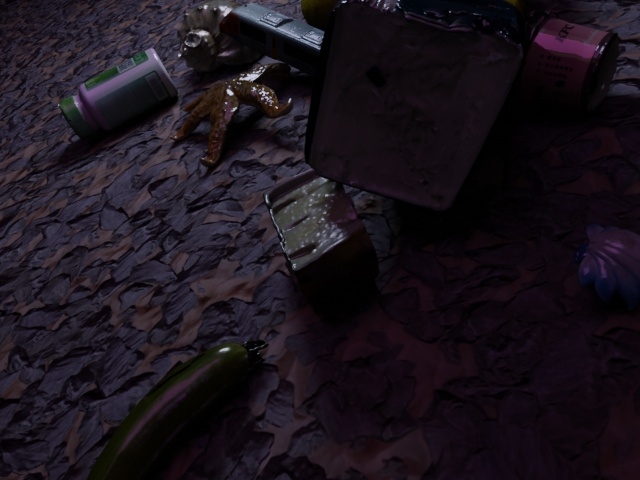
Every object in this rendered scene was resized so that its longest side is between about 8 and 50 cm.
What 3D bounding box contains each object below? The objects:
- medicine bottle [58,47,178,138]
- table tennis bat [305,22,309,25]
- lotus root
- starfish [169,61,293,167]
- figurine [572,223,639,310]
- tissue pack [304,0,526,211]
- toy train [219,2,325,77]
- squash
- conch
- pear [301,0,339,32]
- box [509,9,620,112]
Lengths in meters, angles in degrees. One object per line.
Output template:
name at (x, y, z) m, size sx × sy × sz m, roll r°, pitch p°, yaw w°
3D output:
medicine bottle at (-0.510, -0.365, 1.498) m, size 0.274 × 0.133 × 0.133 m, roll -30°, pitch 40°, yaw -6°
table tennis bat at (0.016, -0.549, 1.515) m, size 0.138 × 0.022 × 0.246 m, roll 0°, pitch 44°, yaw 28°
lotus root at (0.000, 0.000, 0.842) m, size 0.119 × 0.138 × 0.235 m, roll -21°, pitch 39°, yaw -3°
starfish at (-0.183, -0.303, 1.295) m, size 0.327 × 0.094 × 0.375 m, roll -43°, pitch 38°, yaw -17°
figurine at (0.351, 0.031, 0.684) m, size 0.114 × 0.079 × 0.114 m, roll 12°, pitch 46°, yaw -13°
tissue pack at (0.145, -0.272, 0.874) m, size 0.253 × 0.264 × 0.417 m, roll 18°, pitch 40°, yaw 5°
toy train at (-0.077, -0.453, 1.329) m, size 0.409 × 0.089 × 0.086 m, roll 34°, pitch 51°, yaw 31°
squash at (-0.195, 0.226, 0.746) m, size 0.080 × 0.071 × 0.318 m, roll 23°, pitch 60°, yaw 41°
conch at (-0.253, -0.551, 1.545) m, size 0.210 × 0.159 × 0.291 m, roll 12°, pitch 51°, yaw 38°
pear at (0.050, -0.555, 1.371) m, size 0.200 × 0.200 × 0.200 m, roll -14°, pitch 41°, yaw 13°
box at (0.383, -0.273, 0.932) m, size 0.135 × 0.151 × 0.151 m, roll 27°, pitch 62°, yaw 33°
